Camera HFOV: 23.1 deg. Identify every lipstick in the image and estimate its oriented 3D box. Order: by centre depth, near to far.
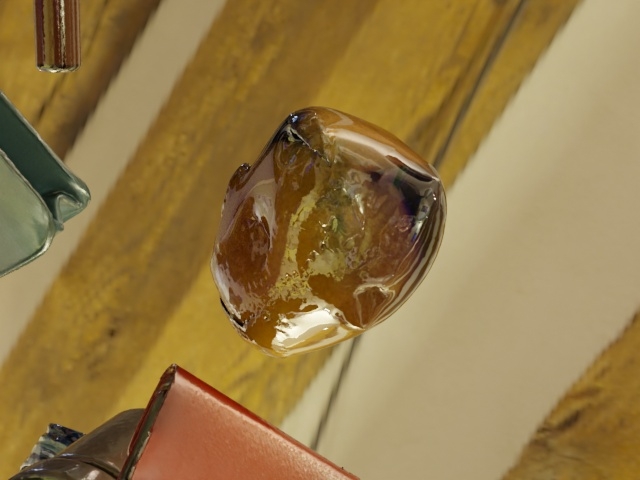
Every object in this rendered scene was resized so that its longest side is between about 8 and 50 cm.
[{"bbox_3d":[-0.299,-0.367,1.753,0.057,0.057,0.357,16,-69,50],"label":"lipstick"}]

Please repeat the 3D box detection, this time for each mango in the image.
[{"bbox_3d":[0.000,0.000,1.444,0.287,0.152,0.201,-40,-125,53],"label":"mango"}]

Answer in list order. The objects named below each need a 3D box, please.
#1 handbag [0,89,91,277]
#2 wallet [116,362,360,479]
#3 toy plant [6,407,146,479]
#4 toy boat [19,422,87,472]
[{"bbox_3d":[-0.304,-0.045,1.243,0.229,0.179,0.062,-24,-157,43],"label":"handbag"},{"bbox_3d":[-0.070,0.212,1.319,0.045,0.204,0.142,-30,-149,51],"label":"wallet"},{"bbox_3d":[-0.244,0.319,1.490,0.185,0.400,0.279,-33,-86,32],"label":"toy plant"},{"bbox_3d":[-0.342,0.357,1.941,0.210,0.070,0.291,-40,-145,49],"label":"toy boat"}]
